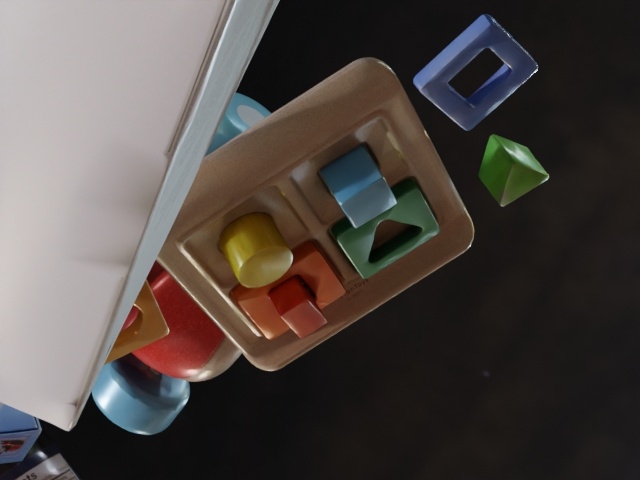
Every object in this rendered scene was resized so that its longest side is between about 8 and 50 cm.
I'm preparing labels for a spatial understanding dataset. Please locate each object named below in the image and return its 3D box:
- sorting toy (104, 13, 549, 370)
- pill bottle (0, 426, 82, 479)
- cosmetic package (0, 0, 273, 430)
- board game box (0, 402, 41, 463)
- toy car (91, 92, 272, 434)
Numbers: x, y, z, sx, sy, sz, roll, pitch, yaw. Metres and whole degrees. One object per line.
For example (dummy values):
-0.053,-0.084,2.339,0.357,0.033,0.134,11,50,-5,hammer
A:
0.000,0.000,0.910,0.348,0.047,0.196,-32,-39,2,sorting toy
-0.192,0.190,0.888,0.123,0.123,0.219,-35,-96,-27,pill bottle
-0.061,-0.142,0.677,0.377,0.097,0.284,-70,3,-48,cosmetic package
-0.265,0.048,0.731,0.212,0.160,0.039,-2,-37,-34,board game box
-0.167,-0.010,1.074,0.238,0.210,0.219,22,-58,-30,toy car
